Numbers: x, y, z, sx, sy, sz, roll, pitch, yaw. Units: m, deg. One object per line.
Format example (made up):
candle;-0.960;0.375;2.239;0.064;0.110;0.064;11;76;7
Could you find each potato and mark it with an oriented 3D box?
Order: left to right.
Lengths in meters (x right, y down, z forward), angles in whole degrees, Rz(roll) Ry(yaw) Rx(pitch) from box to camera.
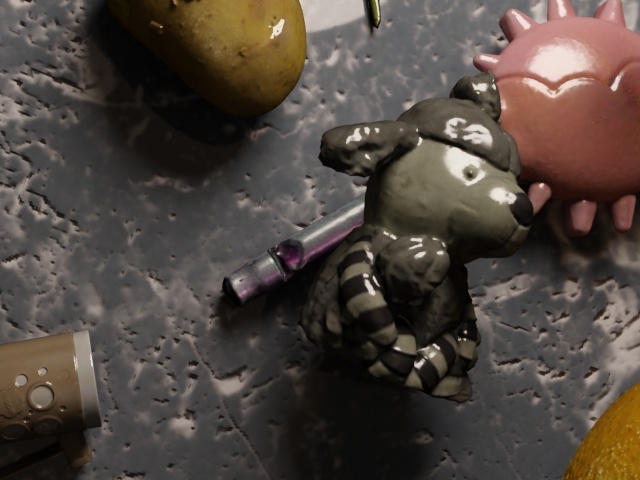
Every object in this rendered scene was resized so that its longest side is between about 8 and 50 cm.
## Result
potato;-0.081;-0.180;0.704;0.176;0.137;0.137;38;77;-11

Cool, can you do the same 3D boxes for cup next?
cup;-0.212;0.116;0.679;0.099;0.102;0.074;-8;49;-14

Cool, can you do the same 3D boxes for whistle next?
whistle;0.000;0.000;0.755;0.176;0.033;0.033;-31;94;-16

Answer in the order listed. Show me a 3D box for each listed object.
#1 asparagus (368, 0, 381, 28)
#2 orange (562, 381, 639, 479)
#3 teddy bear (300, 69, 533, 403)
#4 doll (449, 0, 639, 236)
asparagus;0.041;-0.262;0.800;0.016;0.013;0.166;-8;85;26
orange;0.313;0.220;0.703;0.274;0.274;0.274;1;85;-15
teddy bear;0.069;-0.006;0.680;0.171;0.144;0.251;5;105;-37
doll;0.236;-0.110;0.799;0.262;0.093;0.211;-4;83;-15
